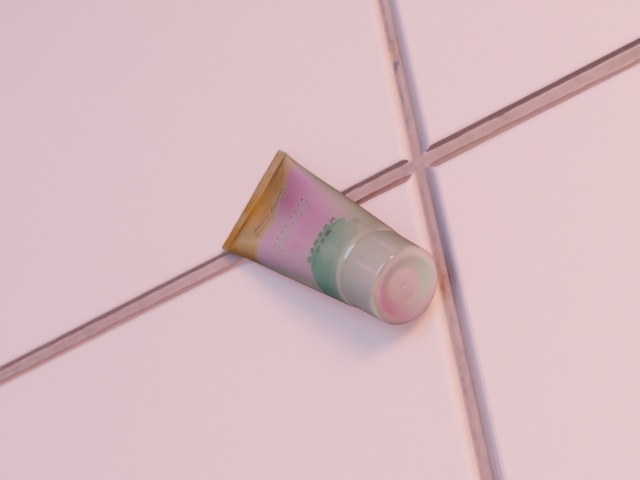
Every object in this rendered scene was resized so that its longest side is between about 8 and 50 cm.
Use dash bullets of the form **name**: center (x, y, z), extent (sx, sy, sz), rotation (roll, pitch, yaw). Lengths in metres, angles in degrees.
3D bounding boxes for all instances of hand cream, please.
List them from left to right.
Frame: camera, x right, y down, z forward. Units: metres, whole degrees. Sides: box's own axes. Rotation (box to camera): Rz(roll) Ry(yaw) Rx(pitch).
- **hand cream**: center (0.000, 0.000, 0.712), extent (0.174, 0.047, 0.076), rotation (31, 90, 52)
